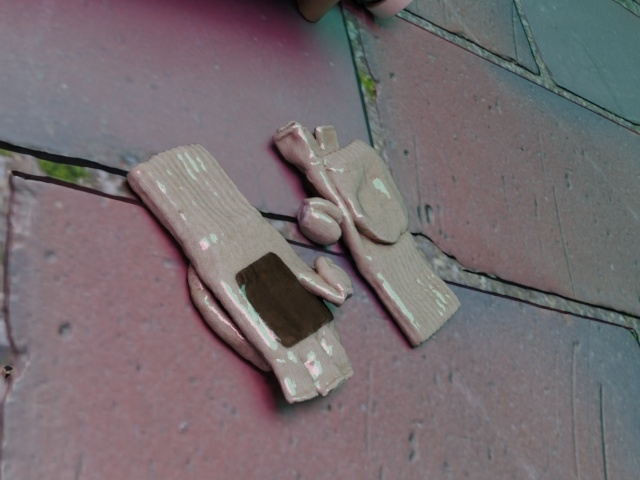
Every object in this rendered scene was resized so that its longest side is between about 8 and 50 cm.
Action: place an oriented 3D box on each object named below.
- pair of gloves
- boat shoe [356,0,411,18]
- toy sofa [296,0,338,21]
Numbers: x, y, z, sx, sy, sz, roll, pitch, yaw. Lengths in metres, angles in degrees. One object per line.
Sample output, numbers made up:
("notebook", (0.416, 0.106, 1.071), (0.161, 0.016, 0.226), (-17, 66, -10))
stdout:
("pair of gloves", (0.000, 0.000, 0.615), (0.240, 0.042, 0.204), (-20, 75, -49))
("boat shoe", (0.057, -0.371, 0.893), (0.091, 0.109, 0.304), (27, 49, -32))
("toy sofa", (-0.099, -0.272, 0.645), (0.363, 0.150, 0.177), (5, 63, -41))
